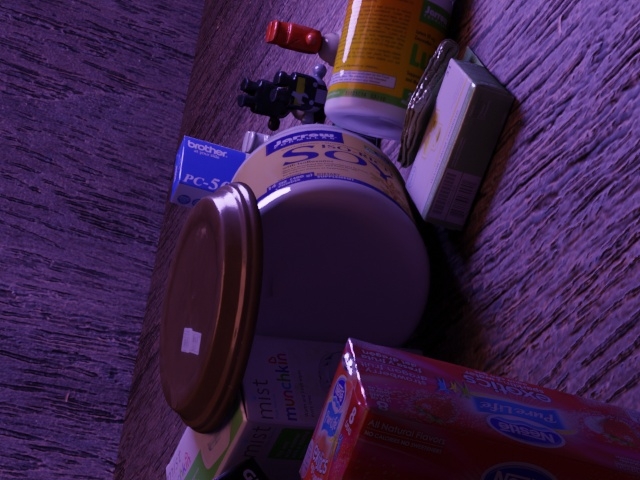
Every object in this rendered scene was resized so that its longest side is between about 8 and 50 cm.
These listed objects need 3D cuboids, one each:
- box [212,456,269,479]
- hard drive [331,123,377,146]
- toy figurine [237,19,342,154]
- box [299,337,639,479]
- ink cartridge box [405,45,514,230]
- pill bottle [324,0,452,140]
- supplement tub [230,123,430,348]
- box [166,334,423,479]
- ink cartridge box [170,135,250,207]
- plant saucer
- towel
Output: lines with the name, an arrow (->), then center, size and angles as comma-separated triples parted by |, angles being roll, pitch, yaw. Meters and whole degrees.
box -> -0.072, 0.415, 1.645 | 0.073, 0.293, 0.295 | -30, -13, -42
hard drive -> 0.008, 0.007, 2.252 | 0.237, 0.064, 0.339 | 125, 155, -55
toy figurine -> -0.033, -0.230, 2.527 | 0.209, 0.148, 0.213 | -98, 28, -45
box -> 0.125, 0.180, 1.168 | 0.122, 0.257, 0.128 | -106, 33, -68
ink cartridge box -> 0.151, -0.132, 1.844 | 0.235, 0.056, 0.171 | -113, 40, -66
pill bottle -> 0.095, -0.265, 2.027 | 0.136, 0.136, 0.246 | 161, 123, -74
supplement tub -> 0.000, 0.000, 1.878 | 0.331, 0.241, 0.241 | -98, 26, -70
box -> -0.026, 0.234, 1.746 | 0.262, 0.231, 0.127 | 119, 149, -42
ink cartridge box -> -0.105, -0.075, 2.214 | 0.046, 0.207, 0.097 | 119, 161, -44
plant saucer -> -0.124, 0.070, 1.692 | 0.278, 0.041, 0.278 | -170, 90, -70
towel -> 0.131, -0.167, 1.897 | 0.110, 0.027, 0.148 | 101, -167, -49
